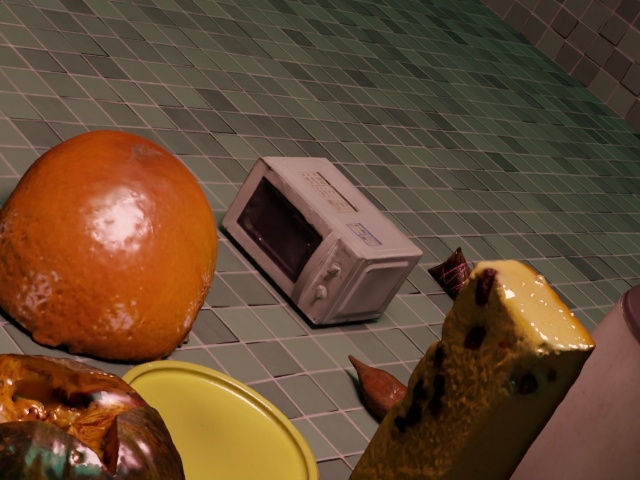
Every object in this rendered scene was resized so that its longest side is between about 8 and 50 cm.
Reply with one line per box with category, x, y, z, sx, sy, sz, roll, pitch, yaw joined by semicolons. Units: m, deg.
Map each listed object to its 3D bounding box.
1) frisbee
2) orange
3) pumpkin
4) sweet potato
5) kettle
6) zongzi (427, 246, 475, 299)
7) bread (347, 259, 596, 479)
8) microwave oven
frisbee;-0.106;0.205;1.443;0.236;0.017;0.236;26;25;-13
orange;-0.239;0.003;1.588;0.274;0.274;0.310;31;-7;-2
pumpkin;-0.228;0.192;1.147;0.238;0.159;0.238;10;17;-3
sweet potato;0.068;0.173;1.679;0.049;0.049;0.117;4;33;-47
kettle;0.314;0.236;1.442;0.250;0.377;0.361;38;25;13
zongzi;0.200;0.043;2.058;0.083;0.073;0.067;38;42;16
bread;0.120;0.186;1.326;0.077;0.361;0.138;10;33;-28
microwave oven;0.000;0.000;1.837;0.162;0.122;0.208;-2;41;-52
